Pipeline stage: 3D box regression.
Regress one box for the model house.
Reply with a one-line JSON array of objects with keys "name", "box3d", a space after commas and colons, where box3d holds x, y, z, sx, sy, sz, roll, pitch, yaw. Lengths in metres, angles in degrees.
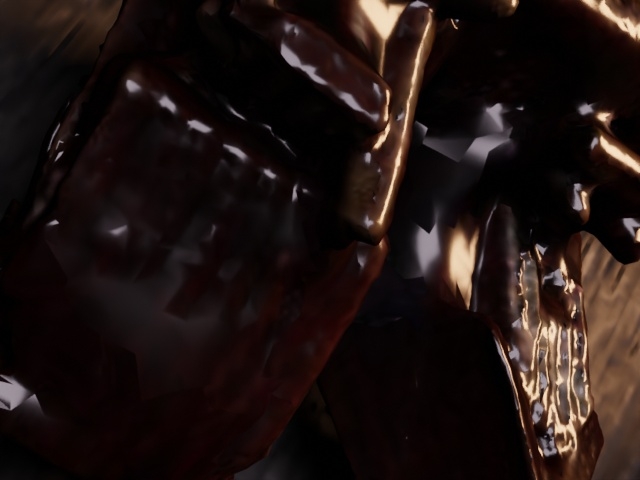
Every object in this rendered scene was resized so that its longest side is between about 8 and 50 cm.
[{"name": "model house", "box3d": [0.010, -0.002, 0.415, 0.203, 0.141, 0.164, 26, 51, -25]}]
